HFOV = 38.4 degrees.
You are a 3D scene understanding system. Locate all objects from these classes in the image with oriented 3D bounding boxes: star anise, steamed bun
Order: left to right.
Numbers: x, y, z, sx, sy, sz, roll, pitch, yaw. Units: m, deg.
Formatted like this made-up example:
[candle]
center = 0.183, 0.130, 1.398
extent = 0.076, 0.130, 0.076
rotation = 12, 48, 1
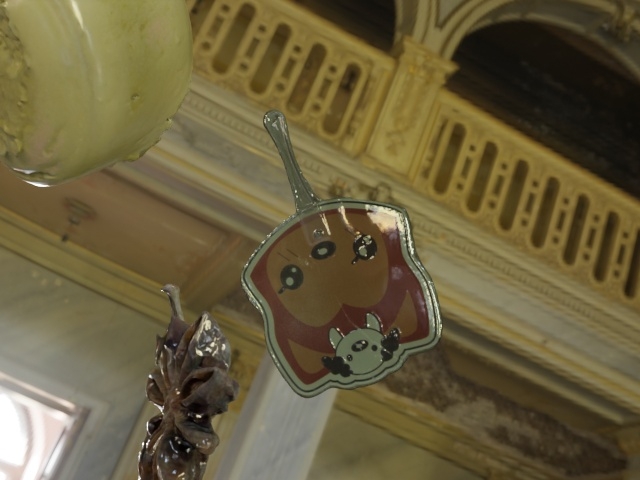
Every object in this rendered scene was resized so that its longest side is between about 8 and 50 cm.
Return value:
[steamed bun]
center = -0.215, -0.200, 0.859
extent = 0.166, 0.232, 0.273
rotation = 6, -68, 35
[star anise]
center = -0.146, 0.170, 0.995
extent = 0.081, 0.262, 0.230
rotation = 12, -37, -19

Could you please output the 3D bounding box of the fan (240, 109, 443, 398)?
[fan]
center = 0.000, 0.000, 0.664
extent = 0.132, 0.220, 0.009
rotation = -21, -15, 3
